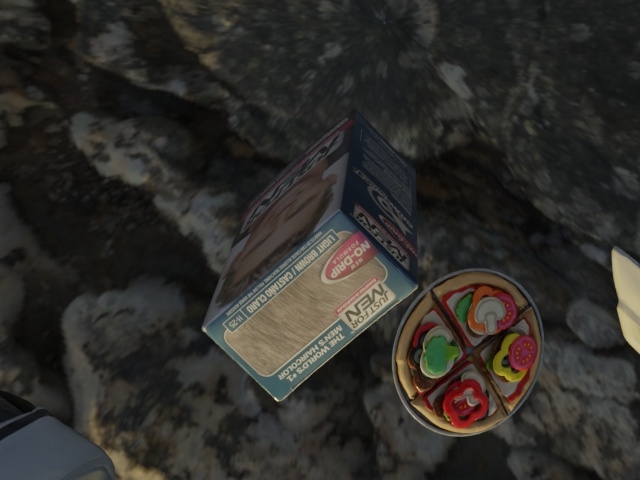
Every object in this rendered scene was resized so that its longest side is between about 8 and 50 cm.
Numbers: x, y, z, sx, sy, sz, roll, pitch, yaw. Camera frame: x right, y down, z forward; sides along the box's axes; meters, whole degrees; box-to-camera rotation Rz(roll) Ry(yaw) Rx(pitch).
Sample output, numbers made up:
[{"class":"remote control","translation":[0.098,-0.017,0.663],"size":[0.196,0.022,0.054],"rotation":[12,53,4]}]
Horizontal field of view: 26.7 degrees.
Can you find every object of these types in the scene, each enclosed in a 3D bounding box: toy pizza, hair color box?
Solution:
[{"class":"toy pizza","translation":[0.178,0.132,1.565],"size":[0.201,0.032,0.201],"rotation":[-4,100,-22]},{"class":"hair color box","translation":[0.000,0.000,1.333],"size":[0.174,0.347,0.105],"rotation":[-41,103,16]}]

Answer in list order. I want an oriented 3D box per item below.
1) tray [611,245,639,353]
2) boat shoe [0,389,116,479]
[{"class":"tray","translation":[0.295,0.122,0.934],"size":[0.030,0.145,0.270],"rotation":[-43,65,0]},{"class":"boat shoe","translation":[-0.174,0.103,0.351],"size":[0.105,0.306,0.113],"rotation":[31,119,13]}]
